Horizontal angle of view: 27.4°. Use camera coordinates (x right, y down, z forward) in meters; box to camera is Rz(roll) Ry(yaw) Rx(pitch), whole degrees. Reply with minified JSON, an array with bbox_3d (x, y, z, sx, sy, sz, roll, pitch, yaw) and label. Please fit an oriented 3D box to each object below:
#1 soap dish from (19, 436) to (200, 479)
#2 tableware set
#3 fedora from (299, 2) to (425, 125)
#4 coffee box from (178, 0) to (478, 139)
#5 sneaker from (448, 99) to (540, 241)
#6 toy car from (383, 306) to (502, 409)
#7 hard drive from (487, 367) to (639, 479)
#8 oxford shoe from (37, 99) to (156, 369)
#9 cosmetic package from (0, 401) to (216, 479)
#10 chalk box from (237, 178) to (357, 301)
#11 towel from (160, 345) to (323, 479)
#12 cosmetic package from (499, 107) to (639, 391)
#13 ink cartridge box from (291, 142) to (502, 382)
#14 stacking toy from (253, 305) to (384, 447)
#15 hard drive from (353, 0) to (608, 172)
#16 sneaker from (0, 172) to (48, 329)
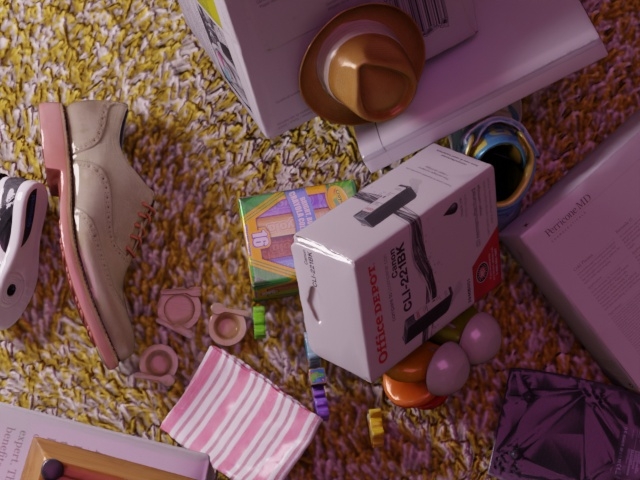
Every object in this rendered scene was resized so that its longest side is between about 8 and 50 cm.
[{"bbox_3d":[-0.207,0.358,1.424,0.291,0.118,0.229,16,75,-3],"label":"soap dish"},{"bbox_3d":[-0.178,0.149,1.863,0.141,0.020,0.168,14,77,2],"label":"tableware set"},{"bbox_3d":[0.067,-0.215,1.715,0.194,0.194,0.079,-27,45,-8],"label":"fedora"},{"bbox_3d":[-0.029,-0.417,1.783,0.338,0.338,0.334,-27,46,-8],"label":"coffee box"},{"bbox_3d":[0.241,-0.170,1.856,0.127,0.208,0.319,-7,77,-2],"label":"sneaker"},{"bbox_3d":[0.155,0.162,1.813,0.159,0.136,0.182,20,43,36],"label":"toy car"},{"bbox_3d":[0.369,0.283,1.831,0.255,0.054,0.172,14,76,2],"label":"hard drive"},{"bbox_3d":[-0.296,-0.020,1.843,0.147,0.140,0.397,-11,79,-12],"label":"oxford shoe"},{"bbox_3d":[-0.360,0.391,1.641,0.394,0.329,0.327,14,75,1],"label":"cosmetic package"},{"bbox_3d":[0.000,0.000,1.847,0.213,0.132,0.132,-8,77,-3],"label":"chalk box"},{"bbox_3d":[-0.110,0.251,1.794,0.197,0.029,0.144,32,90,23],"label":"towel"},{"bbox_3d":[0.480,-0.019,1.846,0.377,0.097,0.284,-40,102,-10],"label":"cosmetic package"},{"bbox_3d":[0.106,0.026,1.723,0.273,0.197,0.114,-33,41,-31],"label":"ink cartridge box"},{"bbox_3d":[-0.005,0.189,1.847,0.167,0.052,0.221,-6,75,-5],"label":"stacking toy"},{"bbox_3d":[0.202,-0.251,1.839,0.353,0.047,0.233,-26,39,12],"label":"hard drive"},{"bbox_3d":[-0.464,0.011,1.869,0.121,0.079,0.216,15,91,27],"label":"sneaker"}]
